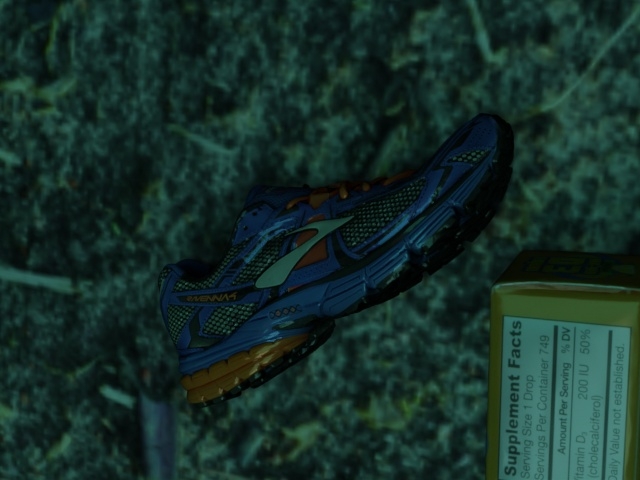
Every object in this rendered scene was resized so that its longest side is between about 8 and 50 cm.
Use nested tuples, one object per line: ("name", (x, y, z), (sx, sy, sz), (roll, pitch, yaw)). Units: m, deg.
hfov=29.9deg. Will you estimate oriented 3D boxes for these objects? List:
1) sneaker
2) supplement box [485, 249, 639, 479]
("sneaker", (0.000, 0.000, 0.603), (0.221, 0.083, 0.087), (-35, 82, 17))
("supplement box", (0.124, 0.125, 0.592), (0.080, 0.078, 0.233), (6, 103, 19))
